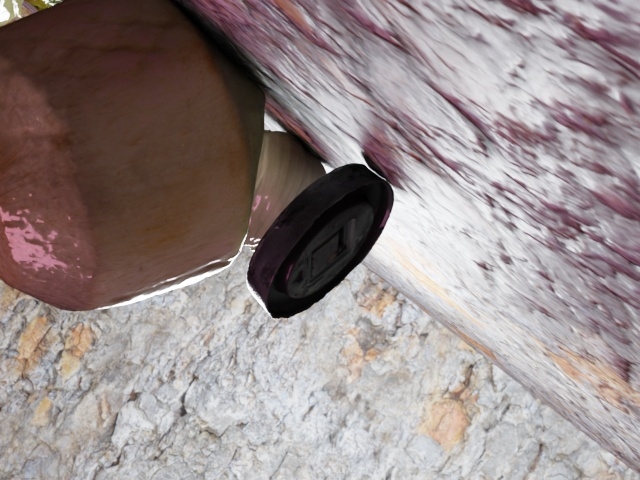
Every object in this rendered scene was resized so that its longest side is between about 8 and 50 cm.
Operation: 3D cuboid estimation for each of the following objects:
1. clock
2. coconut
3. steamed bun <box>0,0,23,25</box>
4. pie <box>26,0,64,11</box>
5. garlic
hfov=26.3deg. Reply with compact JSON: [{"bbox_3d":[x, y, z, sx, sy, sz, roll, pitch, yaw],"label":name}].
[{"bbox_3d":[0.000,0.000,1.731,0.049,0.226,0.226,44,179,21],"label":"clock"},{"bbox_3d":[-0.248,-0.118,1.704,0.415,0.415,0.344,40,166,-29],"label":"coconut"},{"bbox_3d":[-0.502,-0.418,1.838,0.273,0.166,0.232,36,171,9],"label":"steamed bun"},{"bbox_3d":[-0.521,-0.458,2.259,0.323,0.070,0.323,36,-175,-4],"label":"pie"},{"bbox_3d":[-0.069,-0.082,2.025,0.229,0.178,0.143,16,161,-41],"label":"garlic"}]
